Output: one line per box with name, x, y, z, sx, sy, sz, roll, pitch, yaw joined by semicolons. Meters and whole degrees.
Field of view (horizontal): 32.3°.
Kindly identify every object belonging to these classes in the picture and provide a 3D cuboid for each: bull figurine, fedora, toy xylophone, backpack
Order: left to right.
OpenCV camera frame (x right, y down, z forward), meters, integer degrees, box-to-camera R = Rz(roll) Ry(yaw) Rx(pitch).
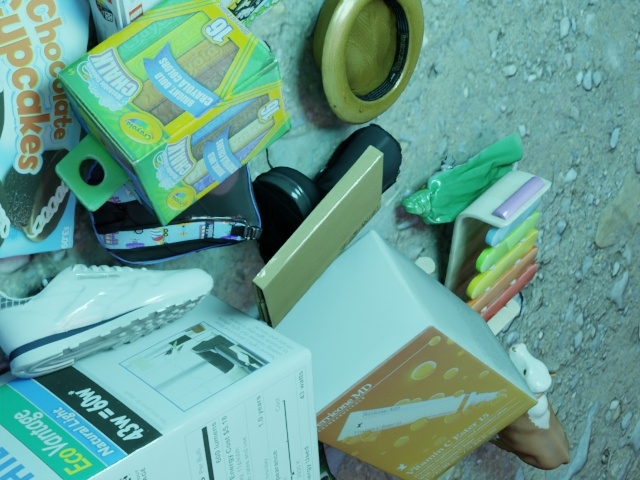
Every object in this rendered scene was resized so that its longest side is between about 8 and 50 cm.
backpack;-0.163;-0.060;1.185;0.173;0.117;0.158;-16;121;-8
fedora;0.045;-0.241;1.352;0.194;0.079;0.194;-29;132;-37
toy xylophone;0.235;0.044;1.630;0.236;0.081;0.322;-43;152;-21
bull figurine;0.306;0.265;1.767;0.101;0.188;0.310;-49;136;-21

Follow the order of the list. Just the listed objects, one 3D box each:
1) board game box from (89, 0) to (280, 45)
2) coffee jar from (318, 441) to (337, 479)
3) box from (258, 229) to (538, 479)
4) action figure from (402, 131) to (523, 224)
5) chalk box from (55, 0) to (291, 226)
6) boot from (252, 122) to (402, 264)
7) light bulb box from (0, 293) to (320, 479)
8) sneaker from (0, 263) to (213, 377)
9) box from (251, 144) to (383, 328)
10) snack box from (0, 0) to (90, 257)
board game box;-0.104;-0.284;1.137;0.305;0.053;0.193;-44;161;-24
coffee jar;-0.033;0.315;1.515;0.096;0.079;0.184;-40;131;-31
box;0.104;0.169;1.463;0.215;0.168;0.345;-40;141;12
action figure;0.199;-0.075;1.599;0.232;0.063;0.137;-20;123;-44
chalk box;-0.153;-0.116;1.048;0.213;0.132;0.132;-38;158;-13
boot;0.011;-0.073;1.339;0.207;0.094;0.246;-49;163;-19
light bulb box;-0.200;0.298;1.222;0.361;0.225;0.357;-26;125;-36
sneaker;-0.225;0.062;1.160;0.235;0.094;0.090;-18;161;-27
box;0.000;0.000;1.238;0.201;0.021;0.164;-48;166;-14
snack box;-0.313;-0.140;1.032;0.187;0.060;0.321;-10;114;-46
